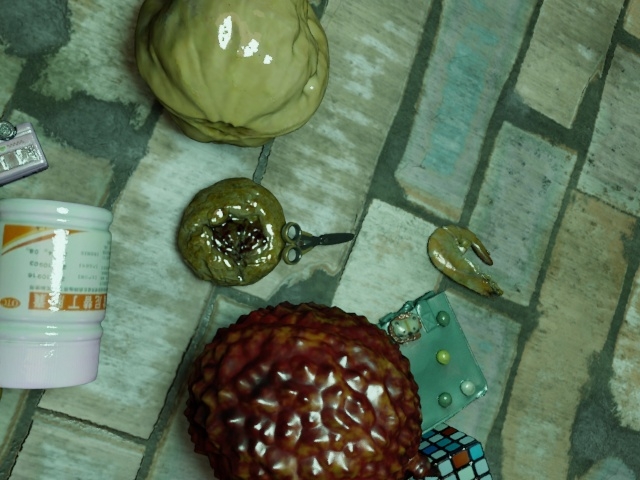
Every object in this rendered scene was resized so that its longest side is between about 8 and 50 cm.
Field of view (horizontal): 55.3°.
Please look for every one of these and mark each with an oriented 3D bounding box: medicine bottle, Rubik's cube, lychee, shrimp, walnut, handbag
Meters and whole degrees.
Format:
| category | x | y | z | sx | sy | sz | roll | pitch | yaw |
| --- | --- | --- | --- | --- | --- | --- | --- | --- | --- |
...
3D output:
| category | x | y | z | sx | sy | sz | roll | pitch | yaw |
| --- | --- | --- | --- | --- | --- | --- | --- | --- | --- |
| medicine bottle | -0.487 | 0.092 | 1.091 | 0.202 | 0.202 | 0.315 | 5 | 87 | -17 |
| Rubik's cube | 0.248 | 0.523 | 1.314 | 0.187 | 0.182 | 0.184 | -20 | 94 | -18 |
| lychee | -0.004 | 0.329 | 1.116 | 0.500 | 0.424 | 0.424 | 24 | 80 | 3 |
| shrimp | 0.354 | 0.050 | 1.446 | 0.236 | 0.053 | 0.133 | 34 | 58 | -10 |
| walnut | -0.155 | -0.364 | 1.131 | 0.384 | 0.383 | 0.383 | 1 | 87 | -17 |
| handbag | 0.217 | 0.284 | 1.357 | 0.269 | 0.100 | 0.274 | -25 | 96 | -16 |

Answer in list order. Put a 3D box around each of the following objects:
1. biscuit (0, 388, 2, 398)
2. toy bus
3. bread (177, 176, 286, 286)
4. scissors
| category | x | y | z | sx | sy | sz | roll | pitch | yaw |
| --- | --- | --- | --- | --- | --- | --- | --- | --- | --- |
| biscuit | -0.677 | 0.251 | 1.111 | 0.166 | 0.036 | 0.225 | -46 | 103 | -10 |
| toy bus | -0.611 | -0.143 | 1.118 | 0.199 | 0.096 | 0.108 | -26 | 100 | -20 |
| bread | -0.170 | -0.015 | 1.238 | 0.230 | 0.123 | 0.230 | 1 | 86 | -20 |
| scissors | 0.000 | 0.000 | 1.291 | 0.220 | 0.017 | 0.088 | -6 | 96 | -48 |
